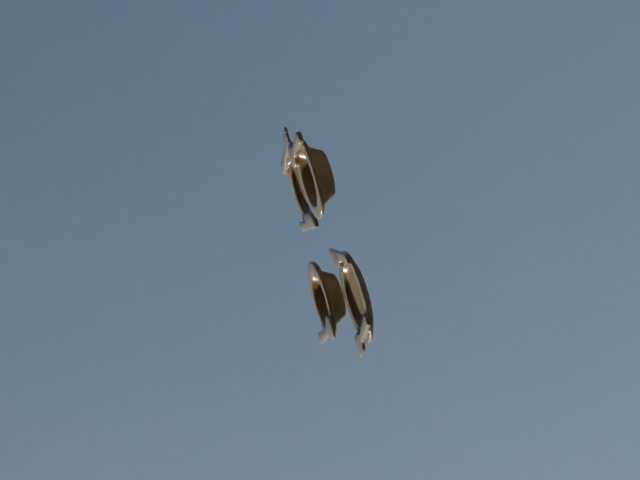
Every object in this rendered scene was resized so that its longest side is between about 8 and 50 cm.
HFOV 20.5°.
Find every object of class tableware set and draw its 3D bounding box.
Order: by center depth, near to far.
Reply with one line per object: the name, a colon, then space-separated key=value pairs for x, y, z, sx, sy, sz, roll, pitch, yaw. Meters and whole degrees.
tableware set: x=0.000 y=0.000 z=1.204 sx=0.020 sy=0.141 sz=0.169 roll=-15 pitch=-95 yaw=-11
